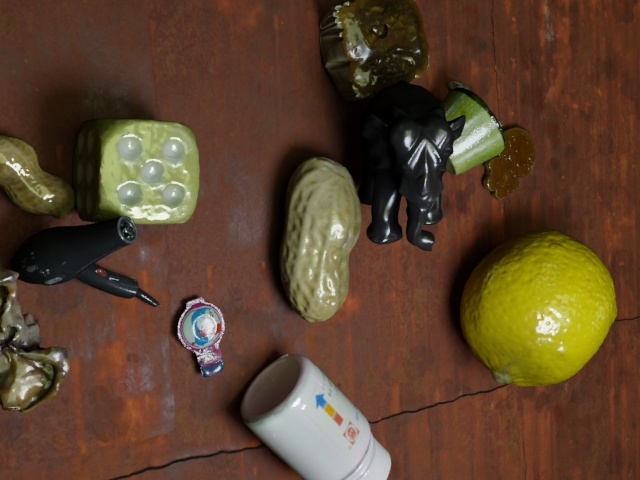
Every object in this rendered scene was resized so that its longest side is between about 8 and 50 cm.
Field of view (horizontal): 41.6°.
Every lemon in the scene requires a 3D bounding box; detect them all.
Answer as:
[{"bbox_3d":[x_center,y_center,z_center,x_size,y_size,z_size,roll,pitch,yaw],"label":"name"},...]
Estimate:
[{"bbox_3d":[0.456,0.140,1.774,0.336,0.336,0.336,-2,94,-31],"label":"lemon"}]

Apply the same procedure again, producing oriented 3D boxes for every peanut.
[{"bbox_3d":[0.000,0.000,1.590,0.152,0.152,0.313,9,90,-31],"label":"peanut"},{"bbox_3d":[-0.472,-0.104,1.341,0.193,0.089,0.089,46,70,-30],"label":"peanut"}]

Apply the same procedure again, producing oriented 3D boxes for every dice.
[{"bbox_3d":[-0.305,-0.112,1.388,0.169,0.166,0.169,-1,93,-31],"label":"dice"}]

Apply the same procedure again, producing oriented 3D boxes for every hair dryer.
[{"bbox_3d":[-0.341,0.045,1.392,0.272,0.236,0.091,36,44,-53],"label":"hair dryer"}]

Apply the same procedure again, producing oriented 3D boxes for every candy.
[{"bbox_3d":[0.335,-0.284,1.833,0.175,0.045,0.043,39,40,-25],"label":"candy"}]

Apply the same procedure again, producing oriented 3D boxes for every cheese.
[{"bbox_3d":[-0.212,0.176,1.534,0.095,0.038,0.145,-19,101,-29],"label":"cheese"}]

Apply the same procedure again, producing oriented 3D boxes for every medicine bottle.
[{"bbox_3d":[-0.001,0.364,1.594,0.293,0.170,0.170,48,70,-23],"label":"medicine bottle"}]

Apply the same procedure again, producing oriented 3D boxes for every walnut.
[{"bbox_3d":[-0.519,0.158,1.296,0.204,0.141,0.238,-31,110,-14],"label":"walnut"}]

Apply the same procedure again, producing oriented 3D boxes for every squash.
[{"bbox_3d":[0.289,-0.219,1.748,0.123,0.170,0.170,-39,112,-3],"label":"squash"}]

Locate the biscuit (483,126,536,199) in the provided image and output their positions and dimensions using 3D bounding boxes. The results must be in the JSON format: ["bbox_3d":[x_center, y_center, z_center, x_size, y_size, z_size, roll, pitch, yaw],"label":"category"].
[{"bbox_3d":[0.421,-0.176,1.898,0.124,0.026,0.175,41,72,-25],"label":"biscuit"}]

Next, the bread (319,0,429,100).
[{"bbox_3d":[0.109,-0.387,1.652,0.210,0.110,0.192,-22,103,-28],"label":"bread"}]

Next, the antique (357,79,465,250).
[{"bbox_3d":[0.156,-0.157,1.565,0.185,0.322,0.255,1,127,-8],"label":"antique"}]
